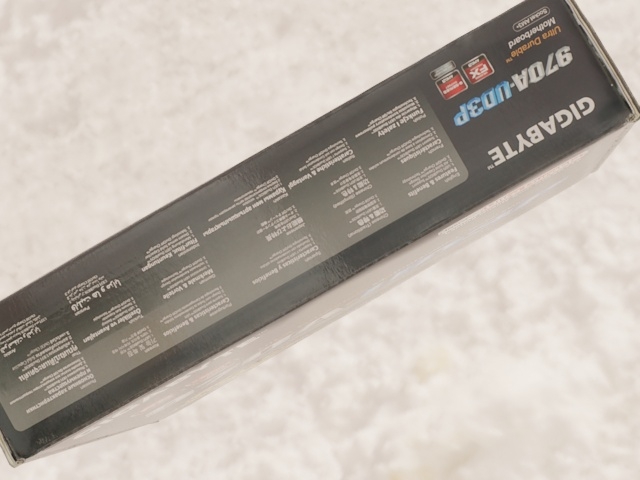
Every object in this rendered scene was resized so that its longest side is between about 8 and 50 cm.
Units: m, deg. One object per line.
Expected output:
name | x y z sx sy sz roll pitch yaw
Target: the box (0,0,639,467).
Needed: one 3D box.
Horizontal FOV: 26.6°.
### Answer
box | 0.000 0.000 0.488 0.220 0.051 0.175 -30 -6 5
